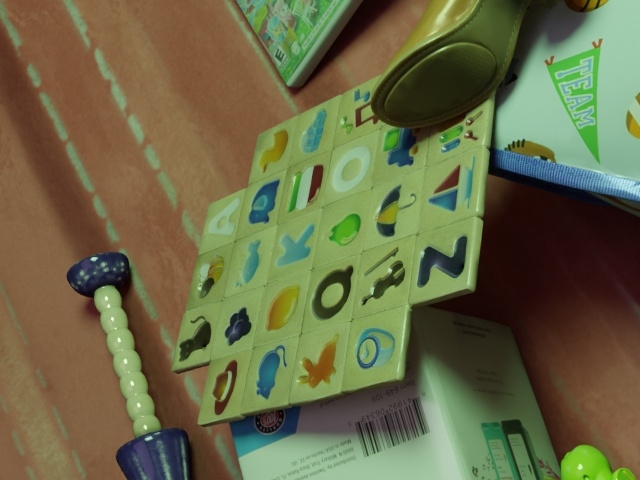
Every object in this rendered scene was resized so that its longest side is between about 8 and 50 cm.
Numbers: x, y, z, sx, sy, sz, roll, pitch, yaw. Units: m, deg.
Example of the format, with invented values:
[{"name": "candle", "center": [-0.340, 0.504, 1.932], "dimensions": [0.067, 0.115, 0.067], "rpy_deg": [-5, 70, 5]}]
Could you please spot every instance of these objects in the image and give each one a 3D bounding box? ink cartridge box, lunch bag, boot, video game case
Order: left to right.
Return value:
[{"name": "video game case", "center": [-0.018, -0.297, 1.156], "dimensions": [0.212, 0.023, 0.193], "rpy_deg": [-51, 57, 38]}, {"name": "ink cartridge box", "center": [0.078, 0.221, 0.937], "dimensions": [0.198, 0.197, 0.270], "rpy_deg": [-26, 68, 27]}, {"name": "boot", "center": [0.105, -0.187, 0.851], "dimensions": [0.197, 0.073, 0.152], "rpy_deg": [-41, 36, 27]}, {"name": "lunch bag", "center": [0.293, -0.169, 0.853], "dimensions": [0.385, 0.239, 0.328], "rpy_deg": [16, 92, 28]}]

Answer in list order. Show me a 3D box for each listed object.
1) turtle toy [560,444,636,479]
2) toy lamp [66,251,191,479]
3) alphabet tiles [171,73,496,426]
[{"name": "turtle toy", "center": [0.234, 0.225, 0.912], "dimensions": [0.066, 0.095, 0.130], "rpy_deg": [-36, 62, 46]}, {"name": "toy lamp", "center": [-0.200, 0.147, 1.199], "dimensions": [0.080, 0.080, 0.275], "rpy_deg": [-34, 65, 23]}, {"name": "alphabet tiles", "center": [0.000, 0.000, 0.921], "dimensions": [0.342, 0.011, 0.285], "rpy_deg": [-20, 51, 44]}]
